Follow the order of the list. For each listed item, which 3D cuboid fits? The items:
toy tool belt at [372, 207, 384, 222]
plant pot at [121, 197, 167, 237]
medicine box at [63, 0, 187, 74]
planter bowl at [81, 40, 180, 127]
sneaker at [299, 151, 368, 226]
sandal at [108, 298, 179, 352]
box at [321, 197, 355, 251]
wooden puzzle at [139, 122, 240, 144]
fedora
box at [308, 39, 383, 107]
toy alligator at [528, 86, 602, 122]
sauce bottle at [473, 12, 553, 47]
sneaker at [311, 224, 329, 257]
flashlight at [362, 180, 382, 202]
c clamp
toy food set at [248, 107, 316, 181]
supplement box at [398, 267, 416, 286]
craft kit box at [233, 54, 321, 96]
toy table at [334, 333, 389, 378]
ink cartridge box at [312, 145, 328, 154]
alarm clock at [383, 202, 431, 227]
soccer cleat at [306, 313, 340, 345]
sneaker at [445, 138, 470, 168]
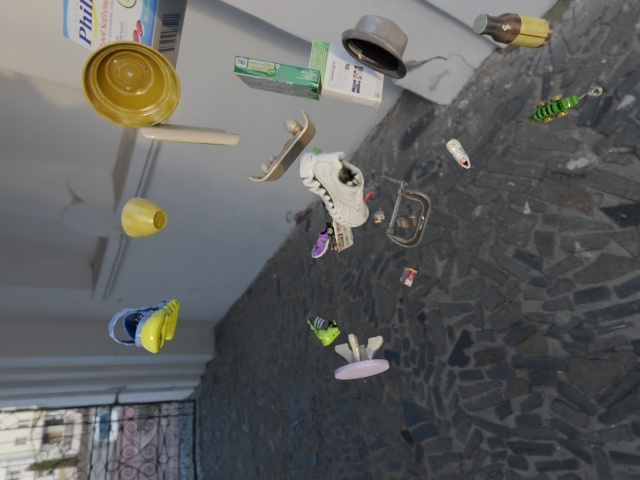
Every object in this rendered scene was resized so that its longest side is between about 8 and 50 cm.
[{"bbox_3d":[0.265,-0.117,1.856,0.052,0.083,0.051,0,112,26],"label":"toy tool belt"},{"bbox_3d":[-0.564,-0.071,1.322,0.095,0.134,0.134,7,89,19],"label":"plant pot"},{"bbox_3d":[-0.551,-0.647,1.137,0.263,0.290,0.149,-64,-3,35],"label":"medicine box"},{"bbox_3d":[-0.468,-0.398,0.998,0.217,0.217,0.090,-59,43,32],"label":"planter bowl"},{"bbox_3d":[0.065,-0.126,1.038,0.119,0.292,0.109,-9,60,30],"label":"sneaker"},{"bbox_3d":[-0.480,0.224,1.122,0.317,0.138,0.126,146,132,-80],"label":"sandal"},{"bbox_3d":[0.066,-0.072,1.462,0.036,0.114,0.206,0,106,38],"label":"box"},{"bbox_3d":[-0.331,-0.263,1.019,0.239,0.221,0.044,-139,51,-62],"label":"wooden puzzle"},{"bbox_3d":[0.218,-0.722,1.471,0.124,0.276,0.244,-63,-10,3],"label":"fedora"},{"bbox_3d":[0.106,-0.700,1.692,0.058,0.322,0.232,126,154,-70],"label":"box"},{"bbox_3d":[0.643,-0.361,1.083,0.190,0.051,0.056,-14,100,59],"label":"toy alligator"},{"bbox_3d":[0.748,-0.824,1.567,0.111,0.345,0.111,20,112,62],"label":"sauce bottle"},{"bbox_3d":[0.000,0.000,1.865,0.068,0.071,0.169,20,76,49],"label":"sneaker"},{"bbox_3d":[0.216,-0.201,1.958,0.103,0.304,0.103,33,123,17],"label":"flashlight"},{"bbox_3d":[0.199,-0.066,0.980,0.022,0.137,0.160,-152,72,-81],"label":"c clamp"},{"bbox_3d":[-0.140,-0.344,1.499,0.306,0.092,0.220,-49,1,10],"label":"toy food set"},{"bbox_3d":[0.429,0.180,1.978,0.083,0.043,0.055,-65,18,-7],"label":"supplement box"},{"bbox_3d":[-0.122,-0.504,1.264,0.246,0.250,0.060,-81,1,-76],"label":"craft kit box"},{"bbox_3d":[0.197,0.586,2.029,0.252,0.275,0.160,70,-169,-54],"label":"toy table"},{"bbox_3d":[0.050,-0.306,1.799,0.056,0.171,0.234,-20,69,41],"label":"ink cartridge box"},{"bbox_3d":[0.355,-0.103,1.679,0.192,0.064,0.129,-19,26,14],"label":"alarm clock"},{"bbox_3d":[0.009,0.263,1.233,0.060,0.072,0.179,59,171,-19],"label":"soccer cleat"},{"bbox_3d":[0.607,-0.375,1.755,0.057,0.161,0.075,-37,38,21],"label":"sneaker"}]
